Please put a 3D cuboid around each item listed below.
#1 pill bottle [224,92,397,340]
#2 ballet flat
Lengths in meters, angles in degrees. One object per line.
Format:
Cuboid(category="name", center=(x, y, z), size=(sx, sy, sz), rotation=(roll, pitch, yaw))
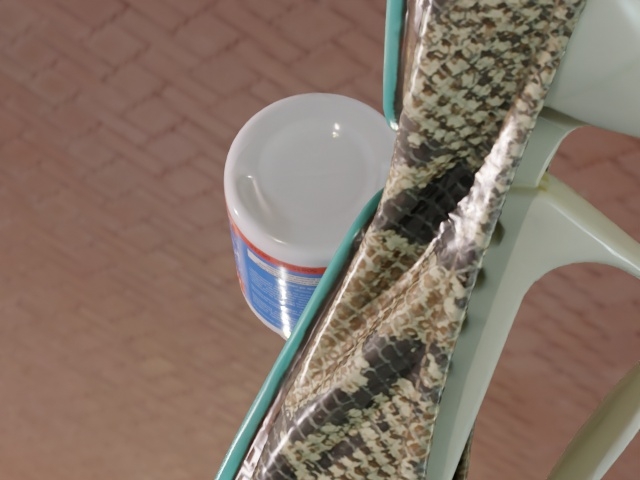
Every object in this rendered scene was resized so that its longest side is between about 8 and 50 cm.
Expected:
Cuboid(category="pill bottle", center=(0.000, 0.000, 1.219), size=(0.124, 0.124, 0.221), rotation=(23, 158, 11))
Cuboid(category="ballet flat", center=(0.085, -0.018, 0.756), size=(0.182, 0.164, 0.483), rotation=(22, 111, 13))
